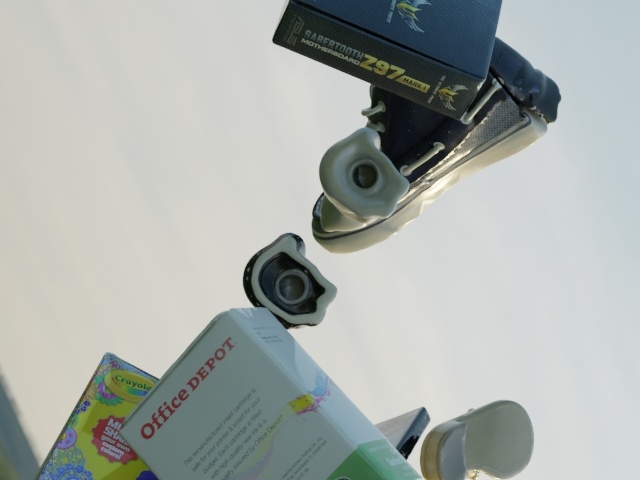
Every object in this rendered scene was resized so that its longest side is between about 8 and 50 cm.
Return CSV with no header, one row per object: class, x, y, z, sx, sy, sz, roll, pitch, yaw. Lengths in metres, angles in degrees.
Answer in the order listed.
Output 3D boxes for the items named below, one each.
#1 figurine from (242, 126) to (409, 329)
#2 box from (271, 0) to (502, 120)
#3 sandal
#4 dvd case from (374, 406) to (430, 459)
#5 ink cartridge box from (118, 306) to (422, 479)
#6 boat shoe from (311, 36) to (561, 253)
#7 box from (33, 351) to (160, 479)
figurine,0.000,0.000,1.661,0.092,0.215,0.209,34,-10,0
box,0.072,-0.233,1.444,0.059,0.183,0.233,120,-10,-48
sandal,0.147,0.215,1.719,0.079,0.240,0.088,3,-89,31
dvd case,-0.010,0.260,1.751,0.022,0.253,0.180,64,21,-5
ink cartridge box,-0.044,0.182,1.368,0.212,0.154,0.093,45,13,15
boat shoe,0.083,-0.120,1.755,0.158,0.340,0.127,40,33,-28
box,-0.154,0.305,1.562,0.290,0.177,0.279,29,-44,-5
